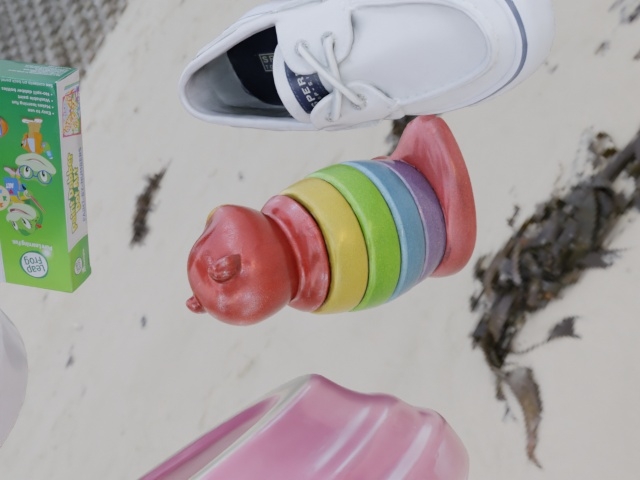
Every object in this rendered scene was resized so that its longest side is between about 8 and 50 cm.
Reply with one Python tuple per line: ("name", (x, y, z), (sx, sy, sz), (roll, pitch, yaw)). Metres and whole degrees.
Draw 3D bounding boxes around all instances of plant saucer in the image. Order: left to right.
("plant saucer", (-0.082, 0.171, 0.512), (0.332, 0.084, 0.332), (-36, -1, -1))

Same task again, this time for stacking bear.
("stacking bear", (0.000, 0.000, 1.019), (0.175, 0.289, 0.164), (-41, 70, 58))

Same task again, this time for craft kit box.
("craft kit box", (-0.381, -0.077, 1.110), (0.061, 0.249, 0.247), (-63, -22, -59))

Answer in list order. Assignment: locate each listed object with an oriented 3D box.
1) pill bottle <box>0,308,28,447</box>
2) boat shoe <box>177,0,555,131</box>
("pill bottle", (-0.339, 0.006, 0.562), (0.228, 0.408, 0.229), (-9, 54, 13))
("boat shoe", (0.013, -0.097, 0.577), (0.084, 0.095, 0.258), (-39, 21, -32))
